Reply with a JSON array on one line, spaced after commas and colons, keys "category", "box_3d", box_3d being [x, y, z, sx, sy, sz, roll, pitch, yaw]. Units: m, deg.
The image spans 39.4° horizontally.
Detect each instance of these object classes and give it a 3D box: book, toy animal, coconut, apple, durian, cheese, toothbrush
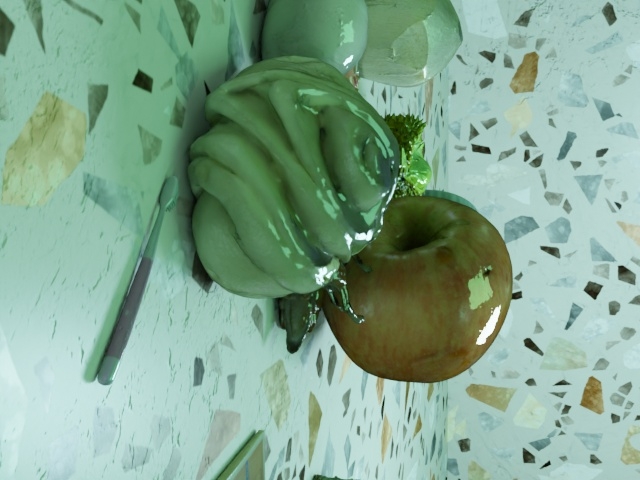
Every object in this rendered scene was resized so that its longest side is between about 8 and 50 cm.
[{"category": "book", "box_3d": [-0.134, 0.430, 1.436, 0.242, 0.018, 0.170, -40, 132, -68]}, {"category": "toy animal", "box_3d": [-0.033, 0.115, 1.615, 0.179, 0.089, 0.188, 50, 48, -74]}, {"category": "coconut", "box_3d": [0.181, -0.448, 1.925, 0.245, 0.248, 0.244, 5, 90, -75]}, {"category": "apple", "box_3d": [0.188, 0.106, 1.805, 0.391, 0.392, 0.346, -66, 155, -51]}, {"category": "durian", "box_3d": [0.164, -0.189, 2.060, 0.237, 0.177, 0.200, 48, 37, -75]}, {"category": "cheese", "box_3d": [-0.011, -0.340, 1.428, 0.154, 0.189, 0.198, 25, 64, -40]}, {"category": "toy animal", "box_3d": [0.018, -0.008, 1.542, 0.243, 0.087, 0.260, -97, 162, -56]}, {"category": "toothbrush", "box_3d": [-0.213, 0.043, 1.068, 0.025, 0.020, 0.286, 81, 19, -57]}]

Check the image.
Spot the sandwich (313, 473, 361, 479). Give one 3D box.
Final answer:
[{"category": "sandwich", "box_3d": [0.024, 0.565, 1.883, 0.258, 0.094, 0.096, -62, 156, -58]}]

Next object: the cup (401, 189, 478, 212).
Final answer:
[{"category": "cup", "box_3d": [0.241, 0.114, 2.302, 0.310, 0.401, 0.392, 32, 52, -34]}]

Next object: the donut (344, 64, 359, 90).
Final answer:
[{"category": "donut", "box_3d": [0.018, -0.291, 1.691, 0.199, 0.085, 0.232, -14, 109, -75]}]

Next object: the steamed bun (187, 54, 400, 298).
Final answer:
[{"category": "steamed bun", "box_3d": [-0.016, -0.080, 1.272, 0.352, 0.248, 0.339, -39, 135, -58]}]
